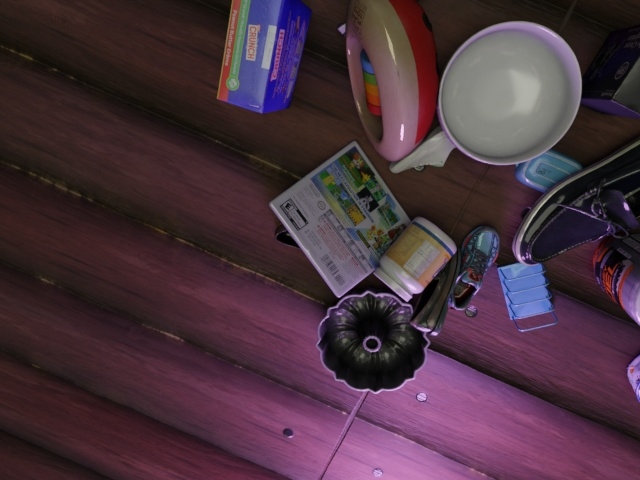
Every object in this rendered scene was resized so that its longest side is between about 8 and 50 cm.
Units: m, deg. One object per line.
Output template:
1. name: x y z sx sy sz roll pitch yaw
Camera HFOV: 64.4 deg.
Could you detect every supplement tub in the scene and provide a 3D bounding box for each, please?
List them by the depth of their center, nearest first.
1. supplement tub: 0.822 0.095 1.274 0.194 0.316 0.193 2 106 8
2. supplement tub: 0.253 0.051 1.375 0.144 0.144 0.199 41 90 -5

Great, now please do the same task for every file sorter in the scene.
1. file sorter: 0.588 0.153 1.434 0.118 0.104 0.170 -16 103 11

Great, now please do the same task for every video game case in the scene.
1. video game case: 0.071 -0.059 1.417 0.300 0.036 0.329 -37 99 -8

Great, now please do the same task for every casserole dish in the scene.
1. casserole dish: 0.618 -0.183 1.365 0.189 0.037 0.114 24 108 1

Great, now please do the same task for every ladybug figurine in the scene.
1. ladybug figurine: 0.175 -0.393 1.205 0.162 0.305 0.449 -21 142 -5

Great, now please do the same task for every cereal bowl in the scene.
1. cereal bowl: 0.452 -0.360 1.270 0.340 0.141 0.338 0 103 2

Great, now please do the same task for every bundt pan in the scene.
1. bundt pan: 0.156 0.282 1.521 0.331 0.124 0.330 2 106 7

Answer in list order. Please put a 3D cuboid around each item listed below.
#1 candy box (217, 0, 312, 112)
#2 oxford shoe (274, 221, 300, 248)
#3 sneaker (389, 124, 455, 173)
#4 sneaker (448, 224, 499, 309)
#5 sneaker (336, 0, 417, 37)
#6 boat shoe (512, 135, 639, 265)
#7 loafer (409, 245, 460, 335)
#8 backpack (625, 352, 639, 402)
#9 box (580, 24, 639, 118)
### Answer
1. candy box: -0.129 -0.460 1.232 0.122 0.317 0.268 16 108 3
2. oxford shoe: 0.000 0.000 1.469 0.272 0.098 0.096 4 107 6
3. sneaker: 0.292 -0.229 1.378 0.212 0.080 0.094 -32 112 14
4. sneaker: 0.434 0.086 1.423 0.104 0.125 0.261 20 108 0
5. sneaker: 0.166 -0.558 1.294 0.235 0.078 0.106 -24 105 18
6. boat shoe: 0.724 -0.091 1.299 0.500 0.156 0.187 -36 122 15
7. loafer: 0.319 0.126 1.411 0.084 0.096 0.267 21 73 -8
8. backpack: 1.015 0.414 1.412 0.263 0.213 0.276 38 111 7
9. box: 0.711 -0.388 1.172 0.103 0.261 0.184 24 108 0
